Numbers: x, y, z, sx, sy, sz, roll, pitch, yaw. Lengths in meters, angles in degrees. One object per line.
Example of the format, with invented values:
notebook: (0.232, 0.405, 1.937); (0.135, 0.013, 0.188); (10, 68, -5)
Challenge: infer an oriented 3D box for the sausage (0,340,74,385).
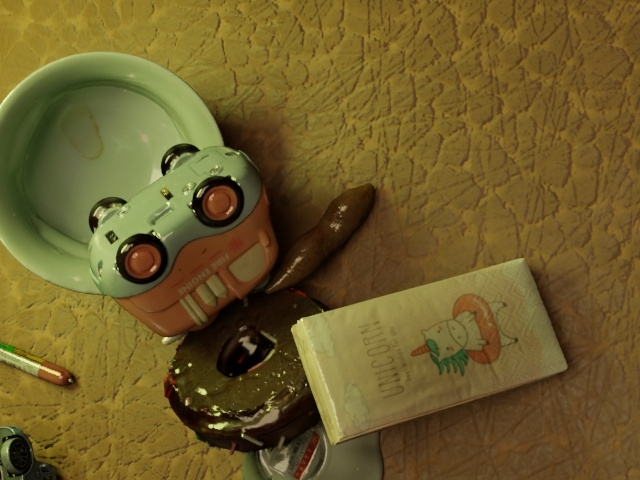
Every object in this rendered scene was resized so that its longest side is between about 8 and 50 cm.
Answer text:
sausage: (-0.474, 0.183, 2.061); (0.223, 0.029, 0.029); (19, 89, 22)

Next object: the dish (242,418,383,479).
dish: (-0.027, 0.293, 1.851); (0.229, 0.081, 0.229); (-3, 81, 19)

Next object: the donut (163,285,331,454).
donut: (-0.085, 0.181, 1.825); (0.270, 0.103, 0.269); (-14, 39, 12)

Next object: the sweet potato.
sweet potato: (0.001, 0.001, 1.881); (0.051, 0.065, 0.218); (36, 77, 30)

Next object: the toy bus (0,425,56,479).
toy bus: (-0.451, 0.423, 1.965); (0.125, 0.133, 0.292); (-17, 79, 23)

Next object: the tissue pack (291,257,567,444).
tissue pack: (0.143, 0.142, 1.732); (0.325, 0.071, 0.170); (-14, 76, -15)

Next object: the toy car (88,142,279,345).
toy car: (-0.173, 0.011, 1.813); (0.270, 0.212, 0.180); (-38, 30, -6)

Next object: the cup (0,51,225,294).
cup: (-0.315, -0.105, 1.937); (0.347, 0.163, 0.347); (-2, 100, -9)
